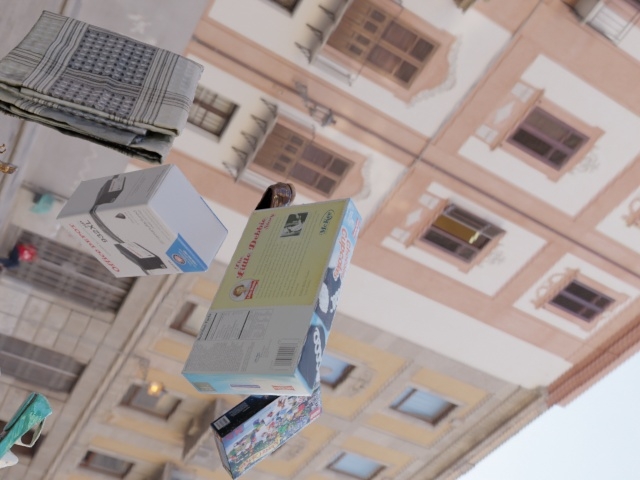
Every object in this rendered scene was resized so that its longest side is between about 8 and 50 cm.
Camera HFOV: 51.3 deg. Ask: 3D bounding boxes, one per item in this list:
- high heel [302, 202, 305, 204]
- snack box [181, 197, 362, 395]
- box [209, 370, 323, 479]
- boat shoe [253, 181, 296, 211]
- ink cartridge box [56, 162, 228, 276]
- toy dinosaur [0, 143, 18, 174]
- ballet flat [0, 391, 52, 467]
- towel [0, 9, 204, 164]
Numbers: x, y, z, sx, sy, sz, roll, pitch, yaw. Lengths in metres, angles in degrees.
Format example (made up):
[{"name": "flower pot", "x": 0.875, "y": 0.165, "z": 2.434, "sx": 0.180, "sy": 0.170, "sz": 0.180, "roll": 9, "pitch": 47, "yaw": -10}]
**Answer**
[{"name": "high heel", "x": 0.000, "y": 0.000, "z": 1.497, "sx": 0.244, "sy": 0.117, "sz": 0.082, "roll": -88, "pitch": -160, "yaw": -64}, {"name": "snack box", "x": -0.063, "y": 0.076, "z": 0.997, "sx": 0.187, "sy": 0.060, "sz": 0.322, "roll": -5, "pitch": -134, "yaw": 28}, {"name": "box", "x": -0.100, "y": 0.354, "z": 1.327, "sx": 0.044, "sy": 0.233, "sz": 0.159, "roll": 37, "pitch": -33, "yaw": 36}, {"name": "boat shoe", "x": -0.135, "y": -0.059, "z": 1.604, "sx": 0.073, "sy": 0.073, "sz": 0.207, "roll": 48, "pitch": -52, "yaw": 27}, {"name": "ink cartridge box", "x": -0.405, "y": -0.036, "z": 1.517, "sx": 0.307, "sy": 0.223, "sz": 0.129, "roll": -5, "pitch": -134, "yaw": 33}, {"name": "toy dinosaur", "x": -0.797, "y": -0.221, "z": 1.524, "sx": 0.112, "sy": 0.211, "sz": 0.064, "roll": -65, "pitch": -170, "yaw": 0}, {"name": "ballet flat", "x": -0.733, "y": 0.478, "z": 1.581, "sx": 0.247, "sy": 0.087, "sz": 0.083, "roll": -52, "pitch": -162, "yaw": -29}, {"name": "towel", "x": -0.369, "y": -0.273, "z": 1.123, "sx": 0.324, "sy": 0.312, "sz": 0.056, "roll": -86, "pitch": -162, "yaw": -49}]
